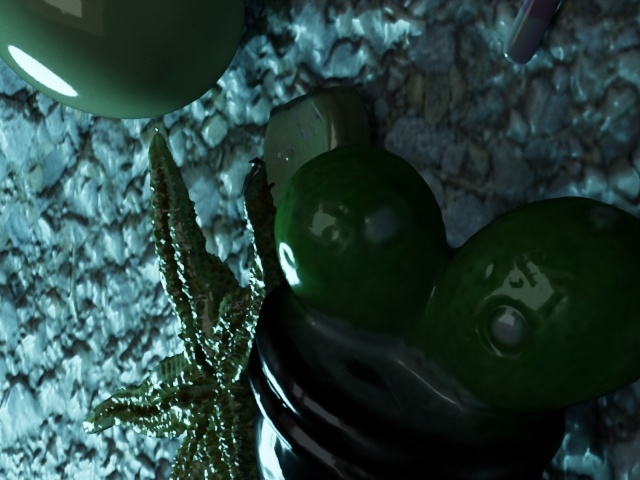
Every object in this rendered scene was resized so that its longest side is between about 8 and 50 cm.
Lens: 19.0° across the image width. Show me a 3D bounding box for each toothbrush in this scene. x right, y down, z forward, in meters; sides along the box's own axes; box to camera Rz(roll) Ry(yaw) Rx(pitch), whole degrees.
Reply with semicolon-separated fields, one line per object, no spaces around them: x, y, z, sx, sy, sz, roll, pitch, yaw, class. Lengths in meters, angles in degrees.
0.167;-0.222;1.045;0.286;0.020;0.025;-64;31;25;toothbrush

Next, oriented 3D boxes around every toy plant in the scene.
0.062;0.059;1.025;0.218;0.175;0.235;25;120;10;toy plant

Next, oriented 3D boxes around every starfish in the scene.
-0.087;0.094;1.311;0.358;0.078;0.347;173;96;-66;starfish

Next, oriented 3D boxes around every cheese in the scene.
0.000;0.000;1.233;0.097;0.037;0.192;-20;68;53;cheese

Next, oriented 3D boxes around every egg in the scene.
-0.150;-0.182;1.344;0.241;0.186;0.186;49;124;37;egg
